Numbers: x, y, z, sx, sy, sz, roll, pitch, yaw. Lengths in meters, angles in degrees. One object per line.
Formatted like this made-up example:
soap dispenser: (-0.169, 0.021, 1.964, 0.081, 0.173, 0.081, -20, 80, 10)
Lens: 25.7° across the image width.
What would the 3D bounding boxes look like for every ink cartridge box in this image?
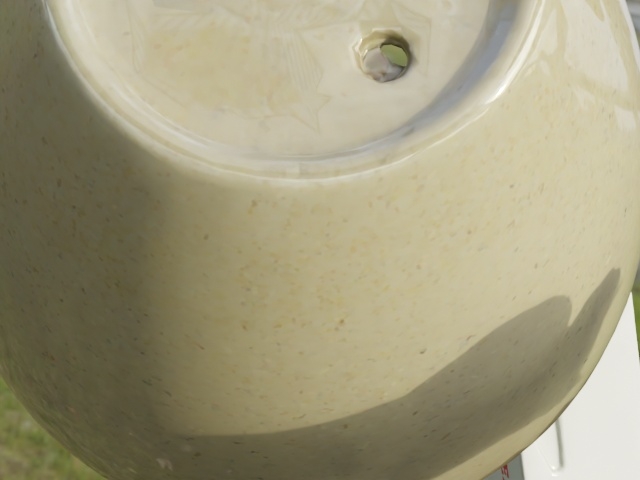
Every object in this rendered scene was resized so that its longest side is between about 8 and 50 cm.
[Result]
ink cartridge box: (0.157, 0.118, 1.218, 0.122, 0.211, 0.289, -16, 17, -17)

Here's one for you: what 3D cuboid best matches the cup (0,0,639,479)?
cup: (-0.011, -0.062, 0.563, 0.331, 0.331, 0.237, 12, -17, 4)
